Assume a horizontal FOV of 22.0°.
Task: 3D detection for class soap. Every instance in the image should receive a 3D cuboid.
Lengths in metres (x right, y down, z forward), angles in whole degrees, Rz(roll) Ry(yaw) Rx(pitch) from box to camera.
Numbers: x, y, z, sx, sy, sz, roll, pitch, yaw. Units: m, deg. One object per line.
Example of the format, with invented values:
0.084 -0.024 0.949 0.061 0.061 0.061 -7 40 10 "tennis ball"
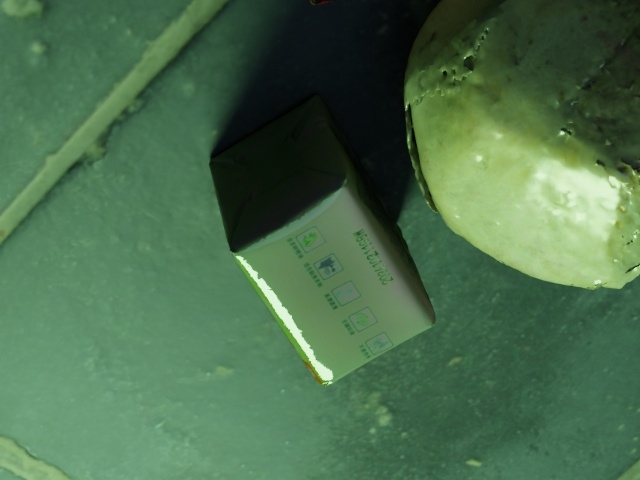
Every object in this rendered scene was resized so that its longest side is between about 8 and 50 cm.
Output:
0.000 0.000 1.581 0.138 0.182 0.199 -29 123 6 "soap"

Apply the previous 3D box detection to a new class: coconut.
0.247 -0.119 1.508 0.352 0.353 0.353 -6 123 -10 "coconut"

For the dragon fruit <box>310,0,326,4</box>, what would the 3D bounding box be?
0.075 -0.293 1.445 0.261 0.163 0.189 -21 158 -5 "dragon fruit"
